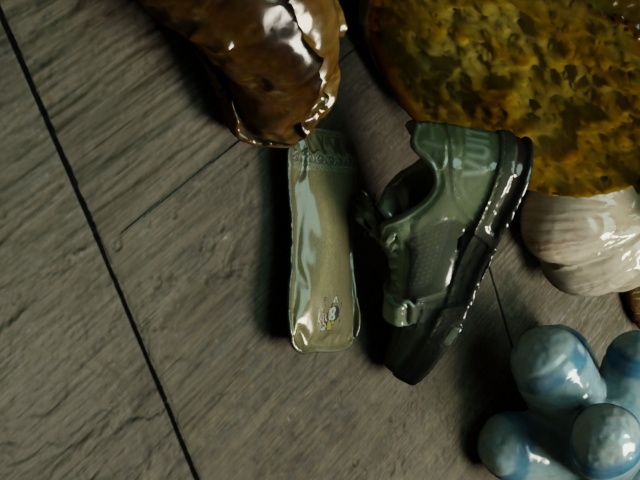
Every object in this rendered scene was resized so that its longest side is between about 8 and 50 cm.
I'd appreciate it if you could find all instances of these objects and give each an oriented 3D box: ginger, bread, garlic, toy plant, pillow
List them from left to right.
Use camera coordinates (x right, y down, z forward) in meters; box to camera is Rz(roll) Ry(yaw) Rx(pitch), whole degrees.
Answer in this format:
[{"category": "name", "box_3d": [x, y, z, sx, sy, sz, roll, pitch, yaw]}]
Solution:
[{"category": "ginger", "box_3d": [-0.066, -0.206, 1.222, 0.321, 0.172, 0.165, 50, 17, -39]}, {"category": "pillow", "box_3d": [0.001, 0.000, 1.413, 0.130, 0.033, 0.218, 5, 86, -58]}, {"category": "bread", "box_3d": [0.216, -0.228, 1.428, 0.215, 0.398, 0.398, -55, 131, -28]}, {"category": "toy plant", "box_3d": [0.313, 0.222, 1.689, 0.332, 0.247, 0.247, 56, 50, -28]}, {"category": "garlic", "box_3d": [0.360, -0.028, 1.727, 0.218, 0.212, 0.219, -4, 95, -45]}]

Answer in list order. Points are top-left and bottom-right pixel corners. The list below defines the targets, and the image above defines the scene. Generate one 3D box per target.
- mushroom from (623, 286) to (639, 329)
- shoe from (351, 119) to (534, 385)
[{"category": "mushroom", "box_3d": [0.471, 0.065, 1.974, 0.170, 0.080, 0.135, 14, 90, -48]}, {"category": "shoe", "box_3d": [0.090, 0.003, 1.453, 0.109, 0.149, 0.293, -88, -160, -61]}]
